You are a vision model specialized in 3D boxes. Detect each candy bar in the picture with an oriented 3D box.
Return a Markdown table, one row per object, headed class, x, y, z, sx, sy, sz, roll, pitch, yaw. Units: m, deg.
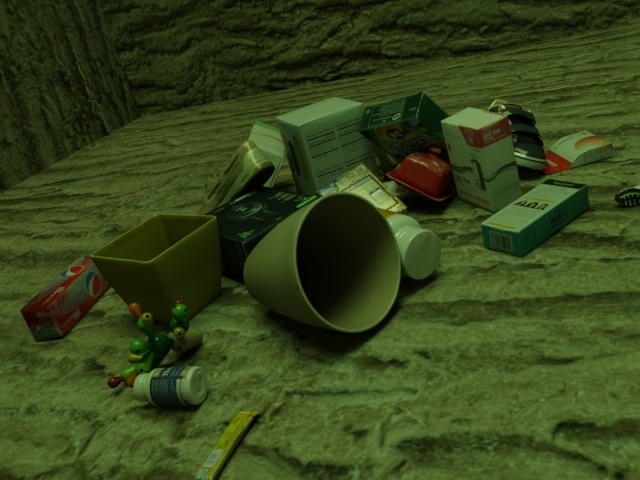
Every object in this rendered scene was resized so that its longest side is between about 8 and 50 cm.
| class | x | y | z | sx | sy | sz | roll | pitch | yaw |
| --- | --- | --- | --- | --- | --- | --- | --- | --- | --- |
| candy bar | -0.146 | 0.317 | 0.978 | 0.040 | 0.018 | 0.161 | -7 | 26 | 27 |

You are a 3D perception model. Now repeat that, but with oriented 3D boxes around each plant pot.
| class | x | y | z | sx | sy | sz | roll | pitch | yaw |
| --- | --- | --- | --- | --- | --- | --- | --- | --- | --- |
| plant pot | -0.347 | 0.071 | 1.428 | 0.212 | 0.187 | 0.212 | 4 | 31 | 36 |
| plant pot | -0.028 | 0.058 | 1.242 | 0.256 | 0.257 | 0.274 | -35 | 14 | -37 |

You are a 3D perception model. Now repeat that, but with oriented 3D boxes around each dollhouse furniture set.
| class | x | y | z | sx | sy | sz | roll | pitch | yaw |
| --- | --- | --- | --- | --- | --- | --- | --- | --- | --- |
| dollhouse furniture set | 0.199 | -0.271 | 1.890 | 0.123 | 0.144 | 0.151 | -27 | -10 | -25 |

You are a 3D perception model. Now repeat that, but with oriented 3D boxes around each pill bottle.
| class | x | y | z | sx | sy | sz | roll | pitch | yaw |
| --- | --- | --- | --- | --- | --- | --- | --- | --- | --- |
| pill bottle | 0.134 | 0.004 | 1.339 | 0.136 | 0.137 | 0.245 | -28 | 27 | -26 |
| pill bottle | -0.267 | 0.259 | 1.118 | 0.120 | 0.067 | 0.067 | -7 | 25 | 19 |

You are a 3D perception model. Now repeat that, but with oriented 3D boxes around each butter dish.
| class | x | y | z | sx | sy | sz | roll | pitch | yaw |
| --- | --- | --- | --- | --- | --- | --- | --- | --- | --- |
| butter dish | 0.272 | -0.181 | 1.596 | 0.160 | 0.118 | 0.159 | 29 | 23 | 20 |

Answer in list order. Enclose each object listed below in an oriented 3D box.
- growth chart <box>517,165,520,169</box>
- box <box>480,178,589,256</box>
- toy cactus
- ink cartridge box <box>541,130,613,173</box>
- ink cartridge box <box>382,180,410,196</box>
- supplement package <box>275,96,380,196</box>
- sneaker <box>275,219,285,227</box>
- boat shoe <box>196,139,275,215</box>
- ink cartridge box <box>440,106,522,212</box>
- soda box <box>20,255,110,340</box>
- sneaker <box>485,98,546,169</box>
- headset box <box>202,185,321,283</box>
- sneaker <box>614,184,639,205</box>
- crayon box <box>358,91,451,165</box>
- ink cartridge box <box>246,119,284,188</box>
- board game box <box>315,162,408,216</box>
| class | x | y | z | sx | sy | sz | roll | pitch | yaw |
| --- | --- | --- | --- | --- | --- | --- | --- | --- | --- |
| growth chart | 0.484 | -0.235 | 1.790 | 0.171 | 0.021 | 0.237 | -7 | 26 | 18 |
| box | 0.463 | -0.053 | 1.356 | 0.244 | 0.060 | 0.100 | -29 | 28 | -28 |
| toy cactus | -0.306 | 0.193 | 1.218 | 0.112 | 0.219 | 0.180 | 39 | 18 | 25 |
| ink cartridge box | 0.647 | -0.234 | 1.659 | 0.179 | 0.045 | 0.145 | -13 | 23 | 0 |
| ink cartridge box | 0.142 | -0.097 | 1.644 | 0.181 | 0.062 | 0.104 | -15 | 26 | 1 |
| supplement package | 0.024 | -0.245 | 1.790 | 0.197 | 0.263 | 0.199 | -22 | 24 | -15 |
| sneaker | 0.000 | 0.000 | 1.451 | 0.228 | 0.132 | 0.086 | -17 | 20 | -32 |
| boat shoe | -0.258 | -0.137 | 1.745 | 0.341 | 0.110 | 0.121 | -42 | -12 | 31 |
| ink cartridge box | 0.386 | -0.194 | 1.514 | 0.092 | 0.218 | 0.158 | -27 | 26 | -13 |
| soda box | -0.623 | 0.136 | 1.573 | 0.083 | 0.092 | 0.263 | -8 | 25 | 14 |
| sneaker | 0.515 | -0.295 | 1.697 | 0.126 | 0.128 | 0.321 | 9 | 25 | -16 |
| headset box | -0.144 | -0.015 | 1.559 | 0.246 | 0.131 | 0.283 | -31 | 29 | -30 |
| sneaker | 0.686 | -0.100 | 1.360 | 0.109 | 0.040 | 0.044 | -11 | 8 | 1 |
| crayon box | 0.285 | -0.257 | 1.678 | 0.203 | 0.322 | 0.083 | -3 | 65 | 49 |
| ink cartridge box | -0.195 | -0.214 | 1.906 | 0.119 | 0.207 | 0.353 | 20 | 22 | -10 |
| board game box | 0.100 | -0.091 | 1.556 | 0.146 | 0.045 | 0.193 | -31 | 53 | -11 |
